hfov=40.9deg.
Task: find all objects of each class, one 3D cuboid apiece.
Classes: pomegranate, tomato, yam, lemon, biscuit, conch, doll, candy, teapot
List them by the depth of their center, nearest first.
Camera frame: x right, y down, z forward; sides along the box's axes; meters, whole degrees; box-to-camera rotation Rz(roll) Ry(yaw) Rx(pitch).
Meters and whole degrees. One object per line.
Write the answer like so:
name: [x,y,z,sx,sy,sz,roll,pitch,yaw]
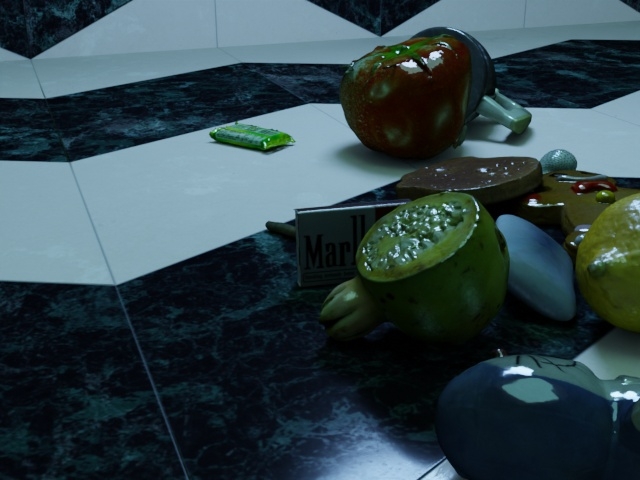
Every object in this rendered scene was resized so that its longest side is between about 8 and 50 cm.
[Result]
doll: [0.238,0.169,0.801,0.259,0.153,0.228,11,-10,8]
pomegranate: [0.131,0.064,1.071,0.241,0.159,0.190,-40,27,-20]
lemon: [0.426,0.029,1.099,0.244,0.186,0.187,-16,27,-36]
candy: [0.295,0.036,1.196,0.138,0.071,0.174,37,26,-1]
yam: [0.001,-0.001,1.387,0.234,0.029,0.027,14,-1,34]
biscuit: [0.481,-0.061,1.474,0.283,0.064,0.432,-1,22,-1]
biscuit: [0.275,-0.107,1.583,0.257,0.049,0.273,5,19,40]
conch: [0.470,-0.154,1.724,0.085,0.056,0.076,-11,12,-27]
tomato: [0.199,-0.301,1.846,0.304,0.238,0.303,-13,22,5]
candy: [-0.156,-0.235,1.957,0.178,0.032,0.102,16,30,31]
teapot: [0.357,-0.381,2.060,0.322,0.239,0.239,7,9,31]

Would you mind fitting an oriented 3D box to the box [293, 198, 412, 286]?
box: [0.050,0.003,1.253,0.178,0.115,0.036,-5,15,-13]
